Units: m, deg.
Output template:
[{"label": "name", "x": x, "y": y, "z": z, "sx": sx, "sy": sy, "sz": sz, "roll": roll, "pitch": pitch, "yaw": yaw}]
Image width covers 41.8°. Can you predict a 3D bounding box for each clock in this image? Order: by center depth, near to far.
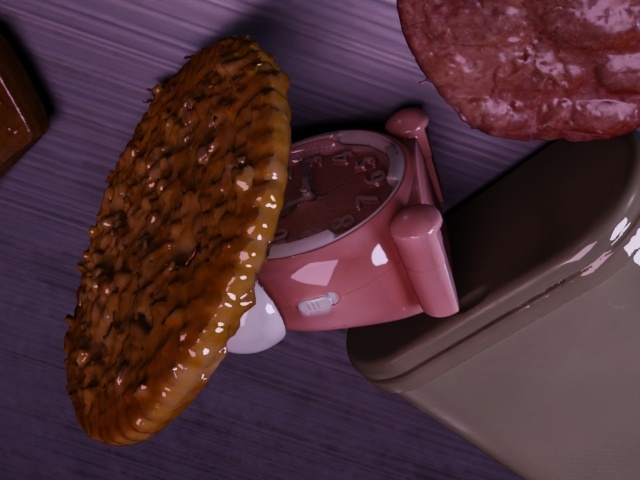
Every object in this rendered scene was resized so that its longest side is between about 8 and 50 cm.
[{"label": "clock", "x": 0.000, "y": 0.000, "z": 0.529, "sx": 0.162, "sy": 0.166, "sz": 0.092, "roll": -12, "pitch": 127, "yaw": 12}]

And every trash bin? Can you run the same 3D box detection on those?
[{"label": "trash bin", "x": 0.186, "y": 0.073, "z": 0.576, "sx": 0.247, "sy": 0.121, "sz": 0.243, "roll": 37, "pitch": 126, "yaw": -21}]

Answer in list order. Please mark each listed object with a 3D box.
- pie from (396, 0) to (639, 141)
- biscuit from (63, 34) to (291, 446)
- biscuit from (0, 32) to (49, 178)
[{"label": "pie", "x": 0.127, "y": -0.133, "z": 0.450, "sx": 0.183, "sy": 0.049, "sz": 0.182, "roll": 13, "pitch": 129, "yaw": 16}, {"label": "biscuit", "x": -0.095, "y": -0.004, "z": 0.494, "sx": 0.035, "sy": 0.254, "sz": 0.254, "roll": 21, "pitch": 131, "yaw": -30}, {"label": "biscuit", "x": -0.303, "y": -0.118, "z": 0.579, "sx": 0.182, "sy": 0.034, "sz": 0.215, "roll": -36, "pitch": 111, "yaw": 31}]
